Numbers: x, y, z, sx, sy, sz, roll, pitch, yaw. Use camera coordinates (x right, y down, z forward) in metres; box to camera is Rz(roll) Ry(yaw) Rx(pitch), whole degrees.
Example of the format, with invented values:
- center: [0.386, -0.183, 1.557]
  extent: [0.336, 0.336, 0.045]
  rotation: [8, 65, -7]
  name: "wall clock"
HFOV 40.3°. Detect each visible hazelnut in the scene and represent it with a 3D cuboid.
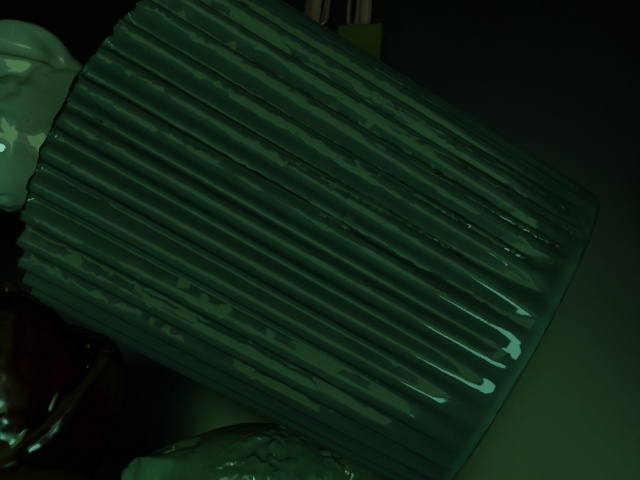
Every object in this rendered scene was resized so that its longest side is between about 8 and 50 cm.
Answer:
- center: [-0.252, 0.120, 0.655]
  extent: [0.201, 0.170, 0.161]
  rotation: [15, 111, -7]
  name: "hazelnut"

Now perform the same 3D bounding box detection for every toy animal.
- center: [-0.349, -0.099, 0.793]
  extent: [0.357, 0.194, 0.258]
  rotation: [-3, 46, -11]
  name: "toy animal"

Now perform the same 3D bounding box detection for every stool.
- center: [0.000, 0.000, 0.655]
  extent: [0.330, 0.297, 0.297]
  rotation: [30, 77, 10]
  name: "stool"

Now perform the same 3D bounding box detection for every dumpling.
- center: [-0.053, 0.217, 0.676]
  extent: [0.219, 0.108, 0.153]
  rotation: [-2, 71, 8]
  name: "dumpling"

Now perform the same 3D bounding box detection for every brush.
- center: [0.016, -0.213, 0.847]
  extent: [0.103, 0.047, 0.234]
  rotation: [3, 71, 10]
  name: "brush"
